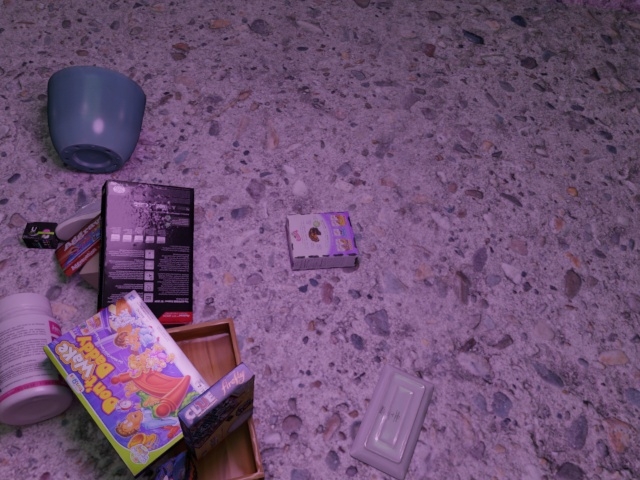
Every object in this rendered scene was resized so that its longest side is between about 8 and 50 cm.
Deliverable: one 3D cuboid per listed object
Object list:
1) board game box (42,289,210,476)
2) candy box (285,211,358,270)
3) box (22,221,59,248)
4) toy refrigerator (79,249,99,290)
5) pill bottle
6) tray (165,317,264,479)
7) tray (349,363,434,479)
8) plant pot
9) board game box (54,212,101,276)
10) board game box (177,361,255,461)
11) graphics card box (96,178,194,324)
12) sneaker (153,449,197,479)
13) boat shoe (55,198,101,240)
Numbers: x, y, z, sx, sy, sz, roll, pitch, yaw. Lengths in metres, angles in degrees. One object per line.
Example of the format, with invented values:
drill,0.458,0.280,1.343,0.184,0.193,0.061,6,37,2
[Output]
board game box,-0.421,0.318,1.290,0.233,0.078,0.347,-36,78,-28
candy box,0.000,0.000,1.716,0.196,0.070,0.164,-3,55,-11
box,-0.797,-0.015,1.628,0.083,0.052,0.062,1,55,-5
toy refrigerator,-0.542,0.016,1.589,0.094,0.102,0.269,-7,45,32
pill bottle,-0.699,0.277,1.362,0.161,0.160,0.283,-16,58,-18
tray,-0.278,0.400,1.386,0.203,0.076,0.410,-9,55,-14
tray,0.188,0.448,1.441,0.145,0.030,0.270,22,54,10
plant pot,-0.696,-0.352,1.755,0.293,0.293,0.235,0,68,-8
board game box,-0.611,-0.030,1.585,0.281,0.027,0.145,-43,37,-10
board game box,-0.218,0.371,1.218,0.165,0.243,0.042,-36,66,-28
graphics card box,-0.454,0.036,1.485,0.233,0.094,0.370,3,81,-28
sneaker,-0.309,0.528,1.160,0.087,0.083,0.221,-19,15,1
boat shoe,-0.676,-0.072,1.678,0.228,0.079,0.081,-28,55,-32
